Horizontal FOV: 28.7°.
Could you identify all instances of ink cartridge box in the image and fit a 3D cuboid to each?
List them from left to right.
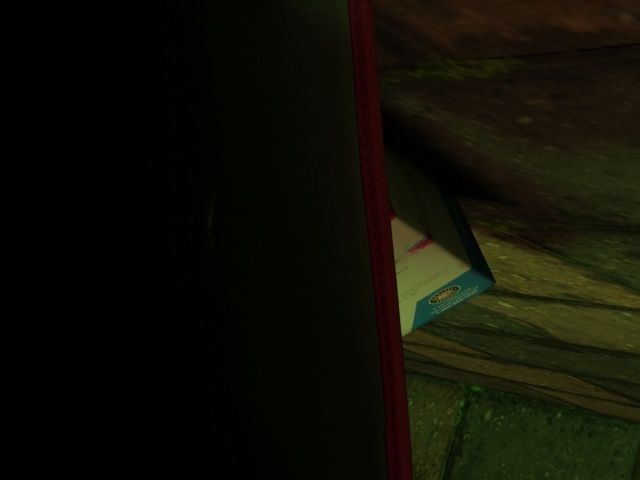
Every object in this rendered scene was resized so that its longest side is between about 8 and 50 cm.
[{"bbox_3d":[0.000,0.000,0.791,0.134,0.078,0.231,-31,151,18],"label":"ink cartridge box"}]

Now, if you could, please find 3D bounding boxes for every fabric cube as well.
[{"bbox_3d":[-0.153,-0.006,0.399,0.259,0.254,0.258,-9,-171,-32],"label":"fabric cube"}]
